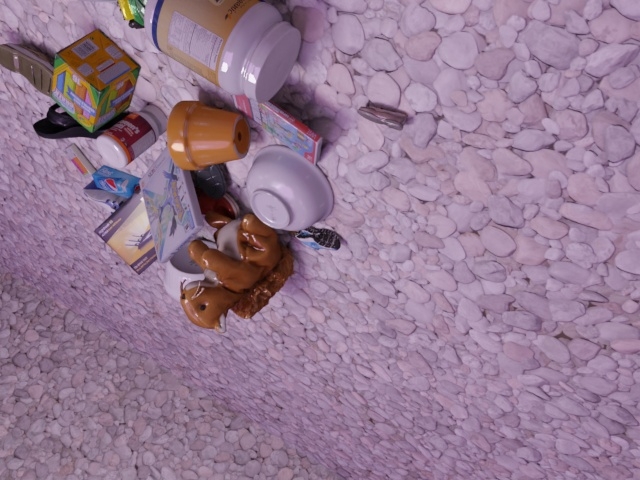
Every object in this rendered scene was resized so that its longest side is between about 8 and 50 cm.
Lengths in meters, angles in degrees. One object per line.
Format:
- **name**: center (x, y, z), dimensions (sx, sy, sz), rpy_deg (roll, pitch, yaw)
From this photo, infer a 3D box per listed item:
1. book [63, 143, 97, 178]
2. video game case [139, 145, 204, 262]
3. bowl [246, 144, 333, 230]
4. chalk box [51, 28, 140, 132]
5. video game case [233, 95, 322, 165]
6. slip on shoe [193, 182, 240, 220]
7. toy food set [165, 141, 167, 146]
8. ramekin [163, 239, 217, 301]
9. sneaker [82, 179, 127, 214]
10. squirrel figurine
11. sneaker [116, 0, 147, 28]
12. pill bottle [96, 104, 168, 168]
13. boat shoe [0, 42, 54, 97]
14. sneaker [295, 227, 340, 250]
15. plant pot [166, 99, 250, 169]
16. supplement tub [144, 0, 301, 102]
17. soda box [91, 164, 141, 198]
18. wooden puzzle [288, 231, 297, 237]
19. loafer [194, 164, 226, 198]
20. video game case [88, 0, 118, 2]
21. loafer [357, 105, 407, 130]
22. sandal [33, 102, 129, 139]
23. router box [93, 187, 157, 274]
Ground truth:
- **book**: center (-0.992, -0.324, 2.371), dimensions (0.096, 0.035, 0.144), rpy_deg (-6, 125, 48)
- **video game case**: center (-0.512, -0.130, 1.952), dimensions (0.300, 0.036, 0.329), rpy_deg (-35, 67, 43)
- **bowl**: center (-0.120, -0.131, 1.747), dimensions (0.297, 0.134, 0.298), rpy_deg (23, 141, 20)
- **chalk box**: center (-0.726, -0.485, 1.844), dimensions (0.179, 0.180, 0.289), rpy_deg (41, 145, -4)
- **video game case**: center (-0.119, -0.320, 1.557), dimensions (0.285, 0.025, 0.204), rpy_deg (36, 171, 3)
- **slip on shoe**: center (-0.427, -0.134, 2.034), dimensions (0.331, 0.101, 0.123), rpy_deg (21, 139, 20)
- **toy food set**: center (-0.475, -0.306, 1.959), dimensions (0.122, 0.019, 0.078), rpy_deg (46, 144, 2)
- **ramekin**: center (-0.471, 0.110, 2.213), dimensions (0.272, 0.273, 0.127), rpy_deg (22, 129, 21)
- **sneaker**: center (-0.822, -0.122, 2.363), dimensions (0.315, 0.127, 0.182), rpy_deg (24, 140, 16)
- **squirrel figurine**: center (-0.277, 0.141, 1.928), dimensions (0.281, 0.371, 0.397), rpy_deg (10, 159, 42)
- **sneaker**: center (-0.457, -0.713, 1.434), dimensions (0.146, 0.134, 0.344), rpy_deg (-3, 130, 16)
- **pill bottle**: center (-0.601, -0.339, 1.855), dimensions (0.121, 0.221, 0.121), rpy_deg (23, 142, 20)
- **boat shoe**: center (-0.974, -0.600, 1.994), dimensions (0.302, 0.103, 0.113), rpy_deg (34, 131, 7)
- **sneaker**: center (0.000, 0.000, 1.864), dimensions (0.162, 0.063, 0.073), rpy_deg (18, 157, 32)
- **plant pot**: center (-0.315, -0.305, 1.689), dimensions (0.187, 0.205, 0.205), rpy_deg (5, 134, 17)
- **supplement tub**: center (-0.228, -0.489, 1.368), dimensions (0.316, 0.228, 0.228), rpy_deg (32, 144, 7)
- **soda box**: center (-0.796, -0.227, 2.273), dimensions (0.210, 0.071, 0.067), rpy_deg (19, 140, 24)
- **wooden puzzle**: center (-0.089, -0.030, 1.937), dimensions (0.083, 0.006, 0.049), rpy_deg (13, 137, 30)
- **loafer**: center (-0.381, -0.262, 1.893), dimensions (0.096, 0.084, 0.268), rpy_deg (-16, 128, 11)
- **video game case**: center (-0.609, -0.744, 1.546), dimensions (0.212, 0.023, 0.193), rpy_deg (18, 128, 34)
- **loafer**: center (0.152, -0.307, 1.410), dimensions (0.125, 0.039, 0.045), rpy_deg (26, 176, 21)
- **sandal**: center (-0.843, -0.436, 2.019), dimensions (0.445, 0.167, 0.107), rpy_deg (6, 132, 28)
- **router box**: center (-0.671, -0.053, 2.213), dimensions (0.309, 0.081, 0.243), rpy_deg (-39, 103, 17)
